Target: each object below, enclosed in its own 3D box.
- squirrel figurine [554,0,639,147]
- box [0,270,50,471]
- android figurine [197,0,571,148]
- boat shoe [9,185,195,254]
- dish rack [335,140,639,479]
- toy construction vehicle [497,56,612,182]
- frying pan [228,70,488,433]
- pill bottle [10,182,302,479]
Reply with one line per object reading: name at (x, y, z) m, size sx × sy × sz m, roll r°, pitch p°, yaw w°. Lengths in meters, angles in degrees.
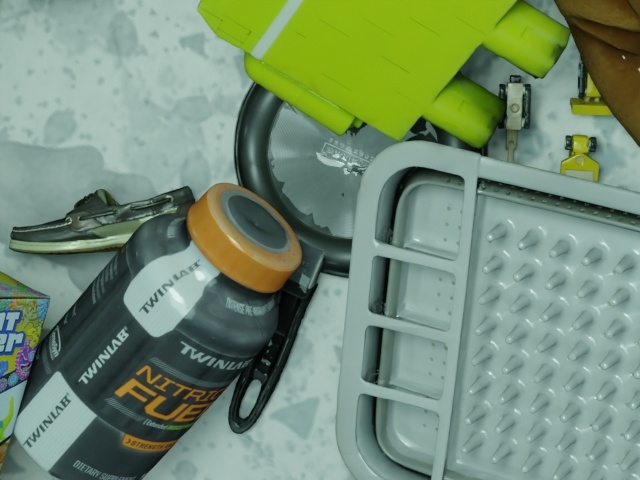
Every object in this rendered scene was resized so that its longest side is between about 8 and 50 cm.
squirrel figurine at (0.243, -0.247, 1.179) m, size 0.281 × 0.370 × 0.397 m, roll -32°, pitch 98°, yaw 9°
box at (-0.393, 0.116, 1.443) m, size 0.290 × 0.177 × 0.279 m, roll 25°, pitch 103°, yaw 34°
android figurine at (0.027, -0.172, 1.318) m, size 0.273 × 0.056 × 0.248 m, roll 30°, pitch 135°, yaw -8°
boat shoe at (-0.168, -0.016, 1.493) m, size 0.152 × 0.056 × 0.049 m, roll -5°, pitch 92°, yaw 3°
dish rack at (0.179, 0.083, 1.371) m, size 0.333 × 0.072 × 0.285 m, roll 15°, pitch 112°, yaw 25°
toy construction vehicle at (0.173, -0.090, 1.421) m, size 0.086 × 0.035 × 0.098 m, roll -1°, pitch 101°, yaw 1°
frying pan at (-0.019, -0.023, 1.463) m, size 0.326 × 0.053 × 0.197 m, roll -43°, pitch 87°, yaw 11°
pill bottle at (-0.120, 0.069, 1.432) m, size 0.130 × 0.130 × 0.246 m, roll 43°, pitch 115°, yaw 3°
